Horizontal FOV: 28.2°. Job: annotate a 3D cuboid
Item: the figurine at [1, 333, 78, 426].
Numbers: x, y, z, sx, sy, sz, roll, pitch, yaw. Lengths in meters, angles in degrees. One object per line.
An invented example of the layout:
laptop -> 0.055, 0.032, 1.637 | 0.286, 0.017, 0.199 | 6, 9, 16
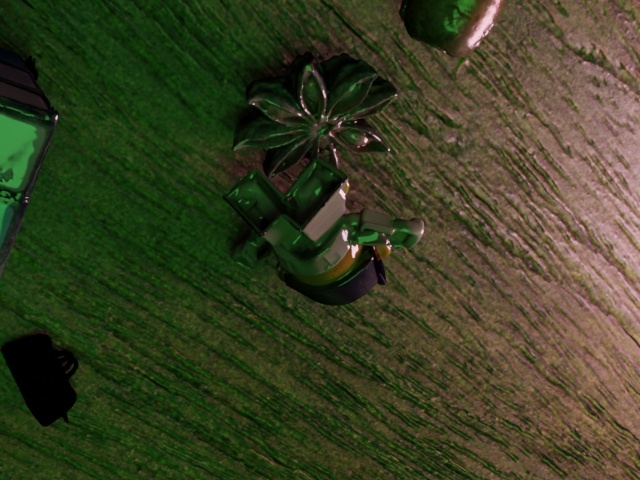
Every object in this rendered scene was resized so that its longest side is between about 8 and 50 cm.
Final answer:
figurine -> -0.416, 0.214, 1.961 | 0.098, 0.082, 0.154 | -33, 124, -21

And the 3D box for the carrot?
carrot -> 0.222, -0.403, 1.775 | 0.138, 0.139, 0.302 | 21, 109, -25

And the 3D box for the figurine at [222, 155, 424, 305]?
figurine -> -0.003, 0.002, 1.886 | 0.308, 0.308, 0.143 | 37, 63, -30

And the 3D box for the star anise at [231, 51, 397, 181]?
star anise -> -0.008, -0.187, 1.838 | 0.236, 0.109, 0.223 | 3, 131, -18

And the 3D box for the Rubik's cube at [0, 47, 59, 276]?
Rubik's cube -> -0.560, -0.095, 1.556 | 0.359, 0.362, 0.363 | 20, 101, -29
